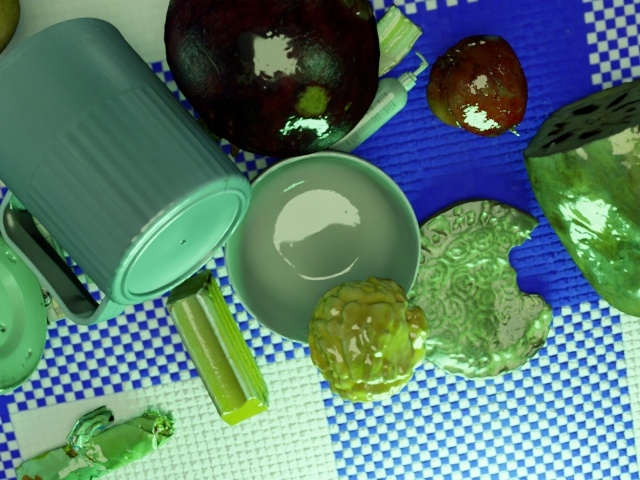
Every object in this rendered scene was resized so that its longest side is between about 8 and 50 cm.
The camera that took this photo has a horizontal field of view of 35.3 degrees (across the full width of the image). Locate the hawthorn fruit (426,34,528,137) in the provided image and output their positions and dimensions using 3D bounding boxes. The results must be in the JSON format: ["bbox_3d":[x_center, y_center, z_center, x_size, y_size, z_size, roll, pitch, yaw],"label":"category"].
[{"bbox_3d":[0.239,-0.216,1.477,0.148,0.148,0.172,-46,113,7],"label":"hawthorn fruit"}]

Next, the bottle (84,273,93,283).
[{"bbox_3d":[-0.262,0.009,1.534,0.201,0.072,0.072,-14,103,1],"label":"bottle"}]

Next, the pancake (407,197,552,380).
[{"bbox_3d":[0.252,0.076,1.599,0.288,0.033,0.286,35,97,-10],"label":"pancake"}]

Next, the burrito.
[{"bbox_3d":[-0.372,0.333,1.614,0.288,0.054,0.104,-23,101,4],"label":"burrito"}]

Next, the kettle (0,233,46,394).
[{"bbox_3d":[-0.616,0.097,1.468,0.342,0.247,0.320,-15,80,24],"label":"kettle"}]

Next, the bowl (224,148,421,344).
[{"bbox_3d":[0.000,0.000,1.509,0.286,0.144,0.287,-1,102,-3],"label":"bowl"}]

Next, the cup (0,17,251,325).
[{"bbox_3d":[-0.301,-0.076,1.355,0.331,0.257,0.311,-44,74,0],"label":"cup"}]

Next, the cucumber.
[{"bbox_3d":[0.096,-0.293,1.503,0.067,0.035,0.107,36,104,-21],"label":"cucumber"}]

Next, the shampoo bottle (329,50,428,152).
[{"bbox_3d":[0.087,-0.202,1.512,0.195,0.056,0.056,-39,102,6],"label":"shampoo bottle"}]

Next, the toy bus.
[{"bbox_3d":[-0.421,0.039,1.541,0.072,0.057,0.172,-20,103,-8],"label":"toy bus"}]

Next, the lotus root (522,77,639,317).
[{"bbox_3d":[0.468,-0.046,1.477,0.250,0.250,0.346,-31,102,4],"label":"lotus root"}]

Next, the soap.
[{"bbox_3d":[-0.153,0.170,1.542,0.073,0.140,0.232,-23,103,6],"label":"soap"}]

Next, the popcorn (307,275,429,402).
[{"bbox_3d":[0.067,0.137,1.399,0.180,0.170,0.180,0,91,11],"label":"popcorn"}]

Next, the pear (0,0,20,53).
[{"bbox_3d":[-0.558,-0.348,1.326,0.314,0.314,0.314,-1,103,-3],"label":"pear"}]

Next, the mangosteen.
[{"bbox_3d":[-0.087,-0.242,1.380,0.359,0.306,0.306,-35,103,26],"label":"mangosteen"}]
